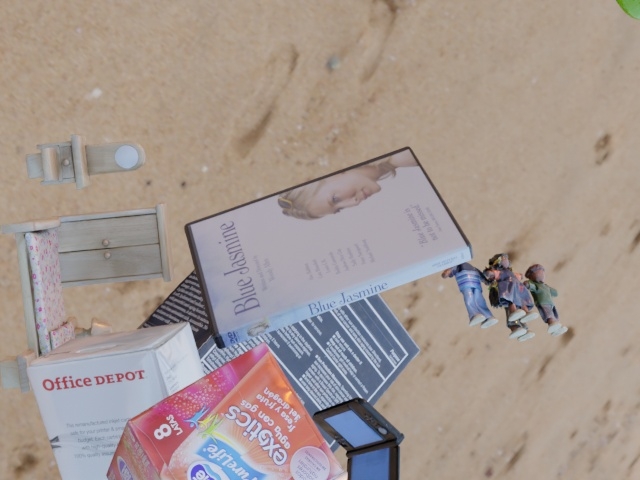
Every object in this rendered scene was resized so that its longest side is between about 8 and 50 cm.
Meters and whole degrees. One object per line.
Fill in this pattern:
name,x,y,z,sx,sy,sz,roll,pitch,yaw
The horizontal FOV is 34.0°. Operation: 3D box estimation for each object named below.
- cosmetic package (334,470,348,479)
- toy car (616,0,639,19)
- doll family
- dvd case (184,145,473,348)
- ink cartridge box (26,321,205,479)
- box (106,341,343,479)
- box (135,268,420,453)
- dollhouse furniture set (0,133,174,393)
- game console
cosmetic package,0.034,0.469,1.444,0.138,0.224,0.225,-17,152,-39
toy car,0.278,-0.116,0.619,0.149,0.188,0.155,17,149,-41
doll family,0.221,0.058,1.277,0.076,0.111,0.193,-30,148,27
dvd case,0.000,0.000,1.024,0.253,0.180,0.022,-20,130,-3
ink cartridge box,-0.193,0.206,1.103,0.092,0.160,0.219,-40,119,-66
box,-0.092,0.197,0.887,0.128,0.123,0.257,-29,168,-23
box,-0.062,0.153,1.514,0.294,0.182,0.296,-47,121,-18
dollhouse furniture set,-0.304,0.008,1.379,0.173,0.355,0.303,-6,96,-1
game console,0.039,0.249,1.216,0.071,0.107,0.122,-52,-170,-32
